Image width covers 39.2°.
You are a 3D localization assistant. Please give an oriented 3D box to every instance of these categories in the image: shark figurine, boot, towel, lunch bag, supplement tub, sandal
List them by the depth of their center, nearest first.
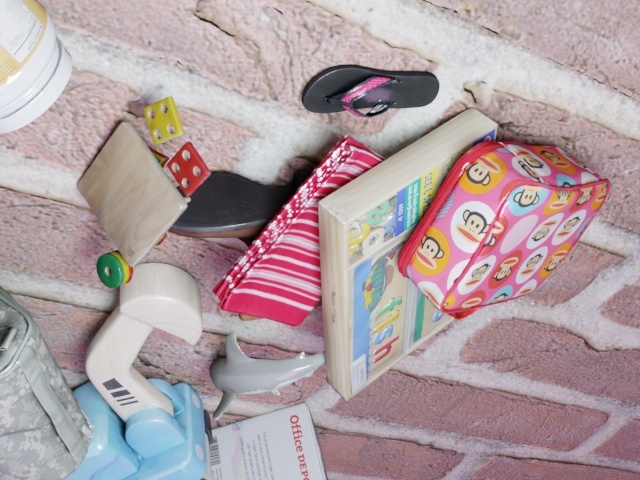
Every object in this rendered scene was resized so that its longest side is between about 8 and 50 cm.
[{"bbox_3d":[-0.353,-0.213,0.874,0.144,0.144,0.199,-25,139,11],"label":"supplement tub"},{"bbox_3d":[0.067,-0.181,1.117,0.179,0.040,0.067,-4,138,-13],"label":"sandal"},{"bbox_3d":[0.000,0.000,1.184,0.275,0.031,0.199,-49,147,12],"label":"towel"},{"bbox_3d":[-0.461,0.200,1.204,0.256,0.212,0.305,11,140,15],"label":"lunch bag"},{"bbox_3d":[0.246,-0.003,1.223,0.293,0.120,0.258,-4,129,-49],"label":"lunch bag"},{"bbox_3d":[-0.098,0.018,1.274,0.264,0.096,0.280,-14,147,-21],"label":"boot"},{"bbox_3d":[-0.086,0.178,1.378,0.278,0.166,0.116,-16,106,25],"label":"shark figurine"}]

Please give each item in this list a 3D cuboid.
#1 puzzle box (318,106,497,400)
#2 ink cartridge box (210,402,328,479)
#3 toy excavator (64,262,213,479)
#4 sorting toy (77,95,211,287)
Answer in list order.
[{"bbox_3d":[0.121,0.033,1.277,0.272,0.052,0.408,-34,146,-24],"label":"puzzle box"},{"bbox_3d":[-0.126,0.441,1.639,0.278,0.201,0.117,-17,140,1],"label":"ink cartridge box"},{"bbox_3d":[-0.302,0.277,1.418,0.433,0.222,0.445,-26,130,11],"label":"toy excavator"},{"bbox_3d":[-0.219,-0.064,1.110,0.046,0.132,0.274,-22,163,-51],"label":"sorting toy"}]
